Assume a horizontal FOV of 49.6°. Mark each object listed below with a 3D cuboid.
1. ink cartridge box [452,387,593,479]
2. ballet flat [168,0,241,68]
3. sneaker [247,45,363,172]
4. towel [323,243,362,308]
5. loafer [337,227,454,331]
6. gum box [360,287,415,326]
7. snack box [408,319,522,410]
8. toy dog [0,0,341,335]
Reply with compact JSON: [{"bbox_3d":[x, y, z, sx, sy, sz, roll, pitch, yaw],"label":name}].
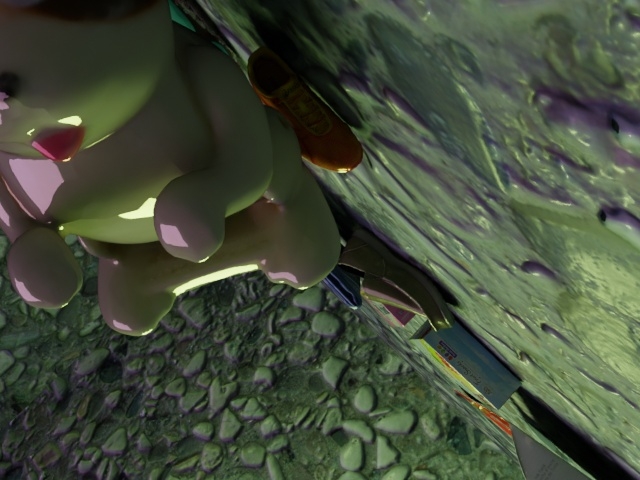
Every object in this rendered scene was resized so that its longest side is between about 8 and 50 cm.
[{"bbox_3d":[0.414,0.436,1.229,0.385,0.091,0.308,29,171,47],"label":"ink cartridge box"},{"bbox_3d":[-0.173,-0.272,0.940,0.241,0.091,0.077,54,-159,-31],"label":"ballet flat"},{"bbox_3d":[-0.023,-0.141,0.765,0.175,0.064,0.067,44,178,12],"label":"sneaker"},{"bbox_3d":[0.000,0.000,1.347,0.243,0.040,0.336,47,-170,-6],"label":"towel"},{"bbox_3d":[0.119,0.078,1.149,0.251,0.087,0.094,41,173,41],"label":"loafer"},{"bbox_3d":[0.138,0.114,1.391,0.107,0.062,0.188,45,174,4],"label":"gum box"},{"bbox_3d":[0.254,0.216,1.252,0.174,0.070,0.207,44,176,7],"label":"snack box"},{"bbox_3d":[-0.170,-0.130,0.616,0.408,0.285,0.395,51,-146,-66],"label":"toy dog"}]
